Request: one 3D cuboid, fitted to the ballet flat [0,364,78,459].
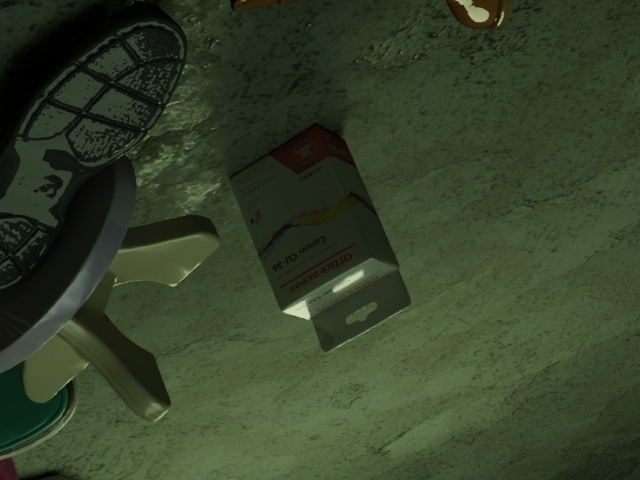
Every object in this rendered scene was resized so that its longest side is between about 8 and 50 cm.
[{"bbox_3d":[-0.457,0.200,1.879,0.400,0.139,0.139,-18,158,-2],"label":"ballet flat"}]

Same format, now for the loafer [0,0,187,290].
[{"bbox_3d":[-0.229,-0.092,1.463,0.109,0.095,0.302,23,115,-38],"label":"loafer"}]

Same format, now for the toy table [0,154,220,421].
[{"bbox_3d":[-0.228,0.043,1.588,0.274,0.252,0.161,-32,142,26],"label":"toy table"}]

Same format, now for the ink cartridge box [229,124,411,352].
[{"bbox_3d":[0.000,0.000,1.734,0.115,0.198,0.067,-31,157,19],"label":"ink cartridge box"}]

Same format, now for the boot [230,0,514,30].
[{"bbox_3d":[0.033,-0.222,1.377,0.220,0.109,0.283,-26,156,4],"label":"boot"}]

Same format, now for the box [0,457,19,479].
[{"bbox_3d":[-0.507,0.307,2.053,0.243,0.117,0.213,-24,158,4],"label":"box"}]

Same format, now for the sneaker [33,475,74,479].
[{"bbox_3d":[-0.352,0.382,2.404,0.118,0.110,0.292,-46,150,26],"label":"sneaker"}]
